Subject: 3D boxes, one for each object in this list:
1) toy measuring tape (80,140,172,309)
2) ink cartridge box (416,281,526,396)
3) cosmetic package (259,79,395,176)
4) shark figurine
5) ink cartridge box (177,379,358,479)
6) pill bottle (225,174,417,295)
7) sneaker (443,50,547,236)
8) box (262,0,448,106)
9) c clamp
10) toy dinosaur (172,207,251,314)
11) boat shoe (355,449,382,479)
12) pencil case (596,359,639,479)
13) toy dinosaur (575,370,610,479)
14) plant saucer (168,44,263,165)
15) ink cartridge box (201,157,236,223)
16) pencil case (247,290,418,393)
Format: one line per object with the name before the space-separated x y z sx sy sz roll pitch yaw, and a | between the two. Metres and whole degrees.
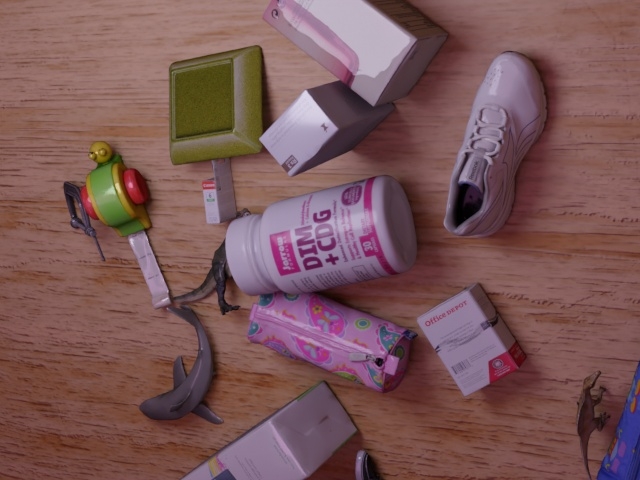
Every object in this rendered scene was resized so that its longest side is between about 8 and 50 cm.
toy measuring tape | -0.355 -0.025 1.846 0.121 0.121 0.330 -18 94 29
ink cartridge box | 0.244 0.159 1.637 0.109 0.063 0.150 -34 87 29
cosmetic package | 0.014 -0.183 1.563 0.117 0.231 0.085 -43 83 28
shark figurine | -0.252 0.260 1.880 0.166 0.116 0.278 29 116 15
ink cartridge box | -0.126 0.409 1.801 0.353 0.207 0.119 -38 84 30
pill bottle | 0.000 0.000 1.644 0.283 0.160 0.160 -13 97 22
sneaker | 0.259 -0.135 1.516 0.111 0.129 0.297 17 109 23
box | 0.054 -0.329 1.554 0.232 0.148 0.127 41 117 12
c clamp | -0.455 -0.043 1.908 0.160 0.022 0.137 29 135 57
toy dinosaur | -0.165 0.061 1.814 0.118 0.064 0.268 53 123 23
boat shoe | 0.092 0.437 1.797 0.040 0.049 0.142 -3 109 21
pencil case | 0.503 0.265 1.500 0.119 0.133 0.306 21 111 25
toy dinosaur | 0.412 0.281 1.568 0.053 0.092 0.183 5 102 29
plant saucer | -0.190 -0.234 1.723 0.188 0.045 0.188 -6 81 27
ink cartridge box | -0.180 -0.091 1.779 0.029 0.063 0.115 -2 101 26
pencil case | 0.017 0.164 1.716 0.284 0.124 0.124 20 111 22
